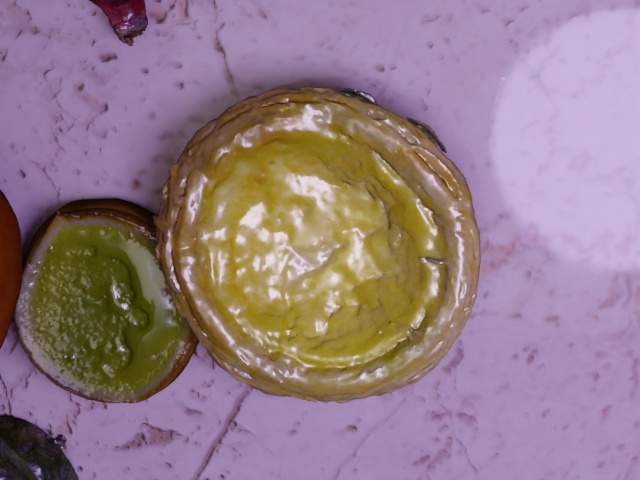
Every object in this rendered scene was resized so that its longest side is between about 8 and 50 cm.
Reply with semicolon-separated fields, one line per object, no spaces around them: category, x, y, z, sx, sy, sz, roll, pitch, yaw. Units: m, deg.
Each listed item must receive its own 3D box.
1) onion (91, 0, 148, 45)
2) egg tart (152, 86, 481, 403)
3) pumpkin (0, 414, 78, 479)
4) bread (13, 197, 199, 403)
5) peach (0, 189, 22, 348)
onion;-0.228;-0.308;1.318;0.195;0.140;0.218;-9;103;3
egg tart;0.000;0.000;1.334;0.345;0.132;0.345;1;101;7
pumpkin;-0.419;0.277;1.465;0.278;0.111;0.163;19;98;6
bread;-0.236;0.067;1.415;0.236;0.070;0.236;2;102;9
peach;-0.478;0.044;1.330;0.343;0.301;0.343;-17;67;46
